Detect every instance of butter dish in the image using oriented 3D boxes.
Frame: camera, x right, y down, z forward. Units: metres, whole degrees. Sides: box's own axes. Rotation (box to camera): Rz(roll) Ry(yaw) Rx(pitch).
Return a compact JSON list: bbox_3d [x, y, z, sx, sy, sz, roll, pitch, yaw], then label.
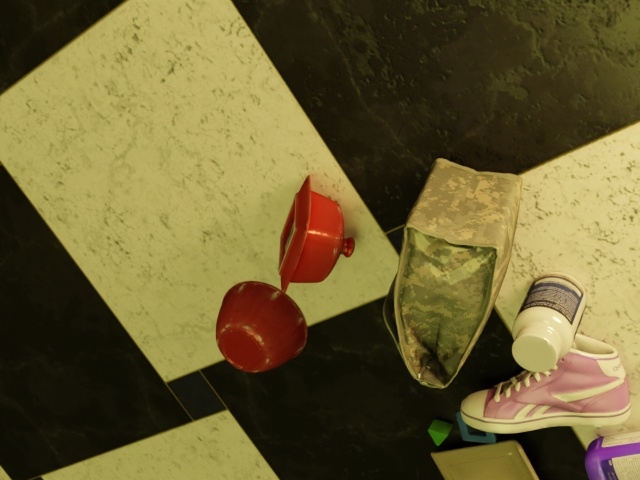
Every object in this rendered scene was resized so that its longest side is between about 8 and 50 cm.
[{"bbox_3d":[0.000,0.000,1.737,0.118,0.160,0.160,14,128,-10],"label":"butter dish"}]

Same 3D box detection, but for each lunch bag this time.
[{"bbox_3d":[0.199,0.056,1.594,0.169,0.235,0.287,14,124,12],"label":"lunch bag"}]

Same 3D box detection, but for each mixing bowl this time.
[{"bbox_3d":[-0.126,0.176,1.921,0.181,0.098,0.181,13,123,20],"label":"mixing bowl"}]

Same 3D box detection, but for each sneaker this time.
[{"bbox_3d":[0.359,0.225,1.713,0.282,0.102,0.161,-9,111,19],"label":"sneaker"}]

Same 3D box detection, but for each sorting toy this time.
[{"bbox_3d":[0.321,0.441,1.893,0.196,0.047,0.347,-16,110,38],"label":"sorting toy"}]

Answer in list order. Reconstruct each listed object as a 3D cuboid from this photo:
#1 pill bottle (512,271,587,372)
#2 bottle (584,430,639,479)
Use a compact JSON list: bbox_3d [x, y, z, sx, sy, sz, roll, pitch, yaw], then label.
[{"bbox_3d":[0.351,0.128,1.604,0.094,0.169,0.094,13,123,20],"label":"pill bottle"},{"bbox_3d":[0.578,0.358,1.680,0.283,0.092,0.118,-19,110,34],"label":"bottle"}]
